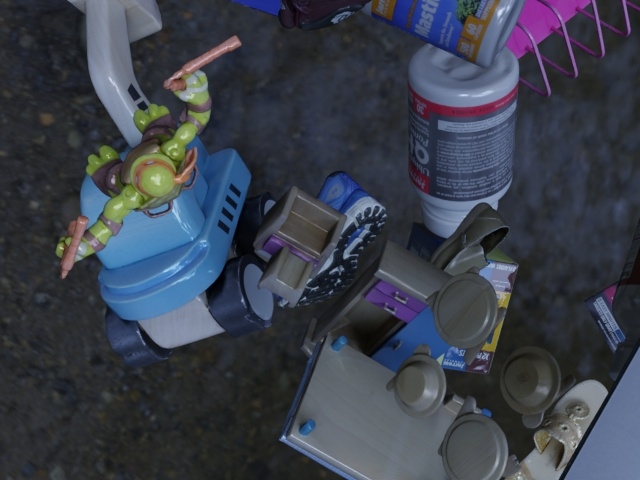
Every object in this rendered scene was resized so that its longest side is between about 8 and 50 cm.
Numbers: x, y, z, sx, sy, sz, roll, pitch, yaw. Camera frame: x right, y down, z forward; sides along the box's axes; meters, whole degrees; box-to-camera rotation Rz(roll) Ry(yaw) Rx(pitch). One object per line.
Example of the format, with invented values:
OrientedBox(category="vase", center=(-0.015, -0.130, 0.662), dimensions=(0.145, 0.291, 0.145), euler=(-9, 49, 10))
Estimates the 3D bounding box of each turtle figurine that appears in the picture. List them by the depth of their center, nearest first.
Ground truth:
OrientedBox(category="turtle figurine", center=(-0.158, -0.080, 1.097), dimensions=(0.087, 0.217, 0.269), euler=(34, 92, -18))

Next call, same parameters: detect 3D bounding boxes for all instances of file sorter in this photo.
OrientedBox(category="file sorter", center=(0.468, -0.443, 2.174), dimensions=(0.291, 0.182, 0.202), euler=(-38, 137, -7))

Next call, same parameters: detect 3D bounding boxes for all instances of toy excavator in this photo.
OrientedBox(category="toy excavator", center=(-0.233, -0.116, 1.593), dimensions=(0.445, 0.222, 0.433), euler=(59, 26, -32))

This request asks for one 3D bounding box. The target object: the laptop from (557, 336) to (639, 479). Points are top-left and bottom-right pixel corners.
OrientedBox(category="laptop", center=(0.377, 0.064, 0.546), dimensions=(0.408, 0.382, 0.236), euler=(-59, 167, -3))

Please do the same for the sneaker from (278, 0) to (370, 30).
OrientedBox(category="sneaker", center=(-0.036, -0.274, 1.193), dimensions=(0.281, 0.162, 0.106), euler=(-2, 67, -31))

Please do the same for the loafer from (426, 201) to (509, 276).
OrientedBox(category="loafer", center=(0.172, 0.019, 1.356), dimensions=(0.148, 0.050, 0.056), euler=(-54, 145, -12))

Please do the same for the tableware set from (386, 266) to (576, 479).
OrientedBox(category="tableware set", center=(0.125, 0.116, 0.944), dimensions=(0.020, 0.168, 0.141), euler=(15, 118, -48))

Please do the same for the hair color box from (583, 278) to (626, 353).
OrientedBox(category="hair color box", center=(0.617, 0.084, 1.835), dimensions=(0.105, 0.347, 0.174), euler=(-18, 75, -50))

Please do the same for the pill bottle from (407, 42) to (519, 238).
OrientedBox(category="pill bottle", center=(0.232, -0.161, 1.881), dimensions=(0.176, 0.176, 0.318), euler=(-33, 139, -29))

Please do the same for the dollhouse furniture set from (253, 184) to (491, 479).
OrientedBox(category="dollhouse furniture set", center=(0.007, 0.163, 1.204), dimensions=(0.286, 0.198, 0.303), euler=(29, 48, -10))

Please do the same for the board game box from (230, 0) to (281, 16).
OrientedBox(category="board game box", center=(-0.091, -0.530, 1.829), dimensions=(0.232, 0.141, 0.291), euler=(17, 62, -12))

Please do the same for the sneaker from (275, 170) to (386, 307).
OrientedBox(category="sneaker", center=(0.000, 0.000, 2.100), dimensions=(0.130, 0.147, 0.330), euler=(-7, 144, -39))

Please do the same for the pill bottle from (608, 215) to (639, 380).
OrientedBox(category="pill bottle", center=(0.315, 0.025, 0.947), dimensions=(0.121, 0.121, 0.216), euler=(30, 76, -42))

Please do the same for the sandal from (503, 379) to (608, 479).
OrientedBox(category="sandal", center=(0.363, 0.317, 1.755), dimensions=(0.240, 0.088, 0.079), euler=(-51, 161, 2))

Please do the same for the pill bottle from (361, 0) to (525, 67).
OrientedBox(category="pill bottle", center=(0.142, -0.359, 1.577), dimensions=(0.152, 0.272, 0.152), euler=(-60, 169, -20))

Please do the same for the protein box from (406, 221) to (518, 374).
OrientedBox(category="protein box", center=(0.225, 0.098, 1.994), dimensions=(0.136, 0.200, 0.201), euler=(10, 104, -14))
